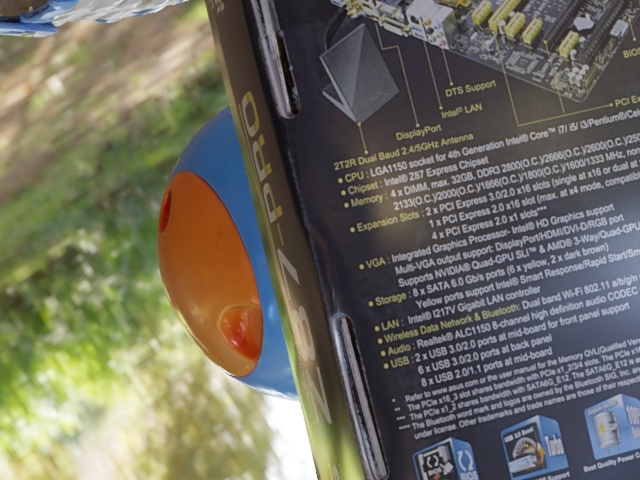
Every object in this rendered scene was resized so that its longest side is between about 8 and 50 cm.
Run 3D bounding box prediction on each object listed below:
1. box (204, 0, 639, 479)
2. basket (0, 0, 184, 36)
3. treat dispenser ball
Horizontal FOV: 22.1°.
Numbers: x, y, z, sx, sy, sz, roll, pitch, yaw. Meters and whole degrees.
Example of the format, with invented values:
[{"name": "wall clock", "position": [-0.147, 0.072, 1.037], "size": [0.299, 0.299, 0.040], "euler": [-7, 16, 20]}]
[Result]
[{"name": "box", "position": [0.172, -0.043, 0.585], "size": [0.395, 0.318, 0.097], "euler": [-14, 179, -12]}, {"name": "basket", "position": [-0.238, -0.272, 1.251], "size": [0.289, 0.255, 0.201], "euler": [5, 174, -43]}, {"name": "treat dispenser ball", "position": [0.000, 0.000, 1.438], "size": [0.288, 0.288, 0.288], "euler": [-33, 179, -1]}]
